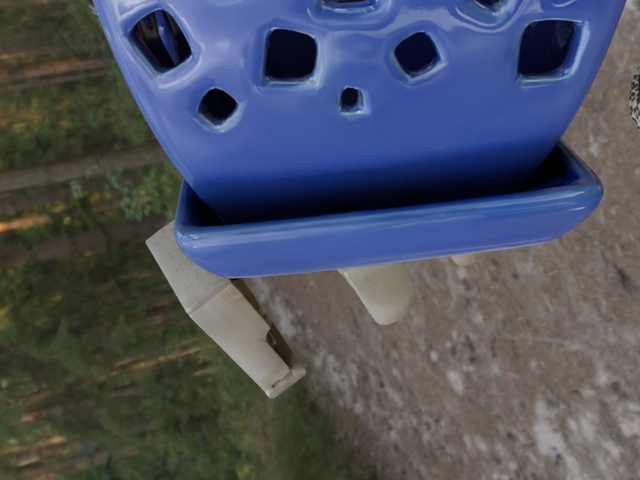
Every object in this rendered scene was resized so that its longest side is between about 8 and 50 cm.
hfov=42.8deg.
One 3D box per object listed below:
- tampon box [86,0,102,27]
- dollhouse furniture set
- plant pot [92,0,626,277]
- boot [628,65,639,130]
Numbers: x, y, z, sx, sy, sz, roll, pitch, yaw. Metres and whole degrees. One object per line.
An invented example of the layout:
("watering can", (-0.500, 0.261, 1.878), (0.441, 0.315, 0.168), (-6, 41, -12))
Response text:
("tampon box", (-0.116, -0.158, 0.719), (0.161, 0.101, 0.120), (63, 169, -26))
("dollhouse furniture set", (0.000, 0.000, 1.168), (0.362, 0.394, 0.256), (50, 175, 41))
("plant pot", (0.017, -0.115, 0.430), (0.236, 0.236, 0.212), (-98, 1, -64))
("boot", (0.667, -0.382, 1.430), (0.138, 0.377, 0.284), (21, 167, 11))
